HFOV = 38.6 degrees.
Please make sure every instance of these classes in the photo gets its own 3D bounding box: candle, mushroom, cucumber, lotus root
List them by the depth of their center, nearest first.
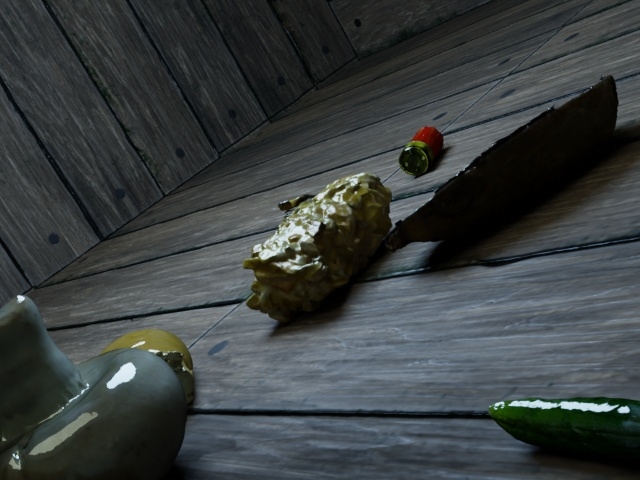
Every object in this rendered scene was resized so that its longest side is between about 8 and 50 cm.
[{"bbox_3d":[0.171,0.116,0.573,0.039,0.039,0.168,-38,14,-29],"label":"cucumber"},{"bbox_3d":[-0.261,0.169,0.875,0.243,0.244,0.243,-28,14,8],"label":"mushroom"},{"bbox_3d":[0.221,-0.073,1.064,0.329,0.078,0.167,-35,-8,-11],"label":"lotus root"},{"bbox_3d":[0.165,-0.148,1.463,0.052,0.052,0.131,-22,15,29],"label":"candle"}]

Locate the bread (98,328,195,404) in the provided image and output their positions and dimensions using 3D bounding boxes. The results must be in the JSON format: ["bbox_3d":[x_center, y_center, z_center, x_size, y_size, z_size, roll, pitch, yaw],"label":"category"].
[{"bbox_3d":[-0.219,0.163,1.093,0.134,0.085,0.173,-33,14,-10],"label":"bread"}]

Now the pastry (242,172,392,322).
[{"bbox_3d":[0.000,0.000,1.178,0.154,0.102,0.250,-15,22,37],"label":"pastry"}]
